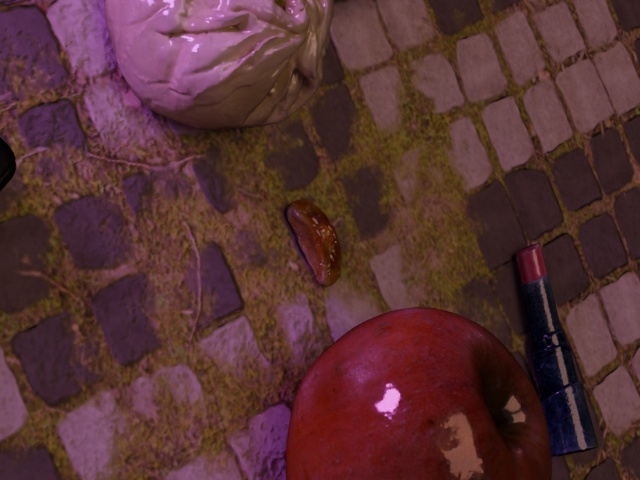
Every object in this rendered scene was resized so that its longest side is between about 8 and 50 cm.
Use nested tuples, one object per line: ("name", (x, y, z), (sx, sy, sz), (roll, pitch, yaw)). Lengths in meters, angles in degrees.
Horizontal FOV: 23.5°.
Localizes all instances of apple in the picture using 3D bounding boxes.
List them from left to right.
("apple", (0.079, 0.192, 1.389), (0.253, 0.253, 0.254), (15, 67, -39))

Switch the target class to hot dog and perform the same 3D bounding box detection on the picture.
("hot dog", (0.000, 0.000, 1.492), (0.030, 0.034, 0.090), (-29, 96, -44))

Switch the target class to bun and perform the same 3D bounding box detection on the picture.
("bun", (-0.079, -0.211, 1.415), (0.229, 0.145, 0.229), (11, 73, -41))

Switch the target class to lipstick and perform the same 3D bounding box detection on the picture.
("lipstick", (0.254, 0.116, 1.677), (0.053, 0.053, 0.234), (1, 74, -42))

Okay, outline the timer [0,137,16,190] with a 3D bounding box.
("timer", (-0.333, -0.049, 1.191), (0.144, 0.055, 0.187), (49, 50, -21))
